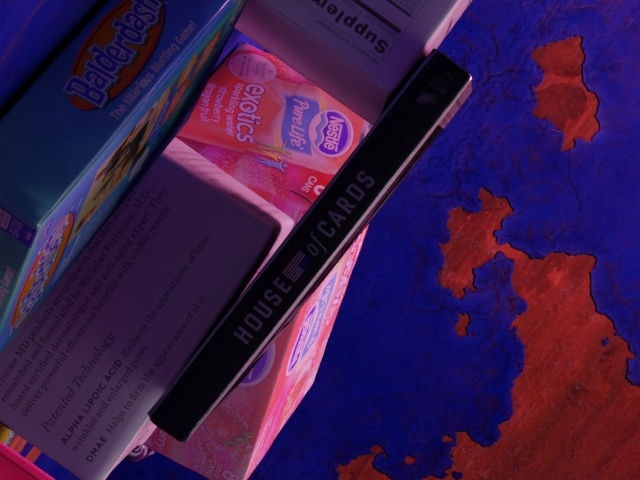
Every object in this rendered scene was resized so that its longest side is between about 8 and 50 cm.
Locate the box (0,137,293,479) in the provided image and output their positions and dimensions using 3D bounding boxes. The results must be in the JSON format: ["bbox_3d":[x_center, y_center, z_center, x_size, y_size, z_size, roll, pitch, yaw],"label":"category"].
[{"bbox_3d":[-0.117,0.030,1.148,0.182,0.119,0.181,-55,178,4],"label":"box"}]

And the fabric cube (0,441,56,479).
[{"bbox_3d":[-0.235,0.326,1.238,0.259,0.254,0.258,-56,179,43],"label":"fabric cube"}]

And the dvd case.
[{"bbox_3d":[0.000,0.000,1.055,0.238,0.029,0.179,-52,178,5],"label":"dvd case"}]

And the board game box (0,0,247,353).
[{"bbox_3d":[-0.113,-0.048,0.934,0.210,0.047,0.160,-55,179,-37],"label":"board game box"}]

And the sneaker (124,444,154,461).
[{"bbox_3d":[-0.171,0.136,1.626,0.083,0.098,0.223,-30,172,2],"label":"sneaker"}]

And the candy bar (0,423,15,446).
[{"bbox_3d":[-0.271,0.181,1.545,0.161,0.018,0.040,-57,178,18],"label":"candy bar"}]

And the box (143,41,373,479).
[{"bbox_3d":[-0.062,0.024,1.473,0.154,0.142,0.300,-53,166,-49],"label":"box"}]

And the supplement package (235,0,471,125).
[{"bbox_3d":[0.050,-0.203,1.040,0.244,0.139,0.134,-54,178,-5],"label":"supplement package"}]
